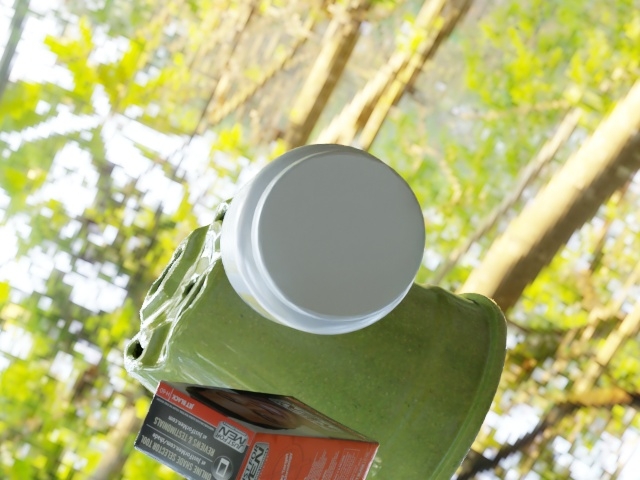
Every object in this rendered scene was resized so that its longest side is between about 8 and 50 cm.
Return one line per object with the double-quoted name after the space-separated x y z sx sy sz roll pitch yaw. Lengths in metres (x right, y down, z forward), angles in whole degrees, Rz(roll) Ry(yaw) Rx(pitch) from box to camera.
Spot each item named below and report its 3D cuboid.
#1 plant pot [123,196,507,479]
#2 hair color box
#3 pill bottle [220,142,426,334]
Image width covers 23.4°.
-0.021 0.101 1.352 0.254 0.276 0.276 34 -161 -17 "plant pot"
-0.033 0.116 0.876 0.072 0.043 0.141 24 -176 30 "hair color box"
0.000 0.000 0.983 0.119 0.119 0.208 25 176 -6 "pill bottle"
